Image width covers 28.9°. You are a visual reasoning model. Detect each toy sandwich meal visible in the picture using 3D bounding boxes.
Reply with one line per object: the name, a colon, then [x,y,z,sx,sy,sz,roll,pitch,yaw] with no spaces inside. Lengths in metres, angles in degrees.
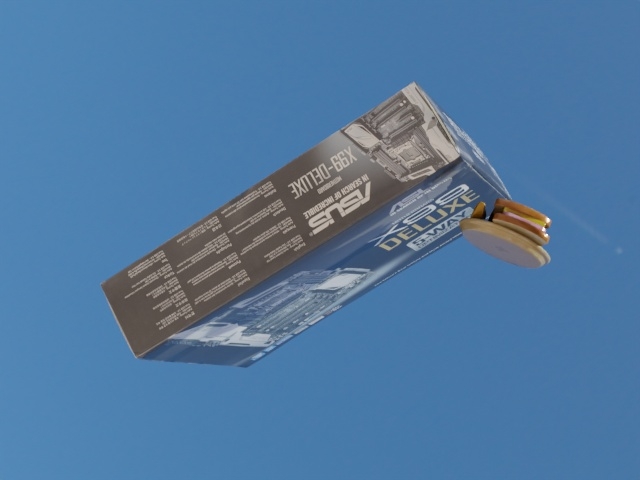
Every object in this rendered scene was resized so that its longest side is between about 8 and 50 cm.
toy sandwich meal: [0.148,-0.007,0.981,0.086,0.085,0.029,19,-103,30]

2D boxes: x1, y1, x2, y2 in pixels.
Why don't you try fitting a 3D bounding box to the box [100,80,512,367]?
box: [0.000,0.000,1.069,0.307,0.242,0.076,-32,-105,11]
